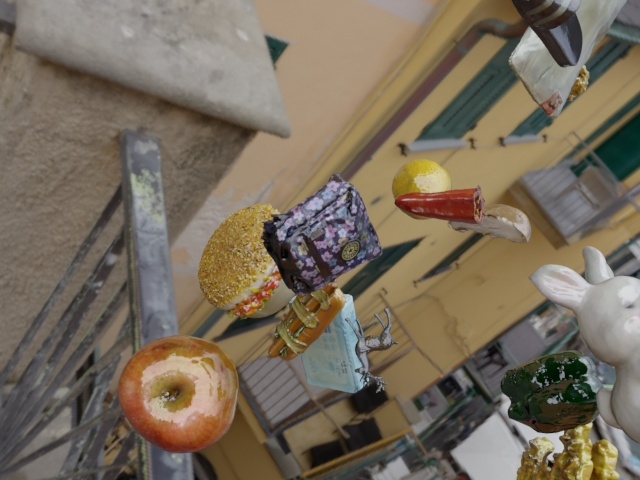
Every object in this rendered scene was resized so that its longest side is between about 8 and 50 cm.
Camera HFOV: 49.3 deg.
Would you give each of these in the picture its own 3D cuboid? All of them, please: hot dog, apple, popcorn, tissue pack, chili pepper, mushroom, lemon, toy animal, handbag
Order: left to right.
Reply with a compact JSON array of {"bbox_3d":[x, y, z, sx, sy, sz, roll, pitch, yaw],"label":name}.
[{"bbox_3d":[-0.286,0.309,1.423,0.242,0.241,0.242,1,79,-5],"label":"apple"},{"bbox_3d":[-0.037,0.187,1.636,0.072,0.269,0.109,17,28,-46],"label":"hot dog"},{"bbox_3d":[0.000,0.000,1.321,0.127,0.207,0.229,43,-16,40],"label":"handbag"},{"bbox_3d":[0.024,0.272,1.889,0.089,0.177,0.263,-35,118,-47],"label":"tissue pack"},{"bbox_3d":[0.319,-0.161,2.200,0.188,0.188,0.257,30,19,-19],"label":"lemon"},{"bbox_3d":[0.222,-0.069,1.334,0.088,0.168,0.065,58,42,-53],"label":"chili pepper"},{"bbox_3d":[0.413,-0.048,1.670,0.094,0.072,0.209,-27,30,-38],"label":"mushroom"},{"bbox_3d":[0.376,-0.257,1.082,0.082,0.057,0.083,45,8,-50],"label":"popcorn"},{"bbox_3d":[0.517,0.312,1.458,0.261,0.174,0.165,-6,57,-15],"label":"chili pepper"},{"bbox_3d":[0.552,0.183,1.276,0.196,0.241,0.368,-16,74,-33],"label":"toy animal"}]

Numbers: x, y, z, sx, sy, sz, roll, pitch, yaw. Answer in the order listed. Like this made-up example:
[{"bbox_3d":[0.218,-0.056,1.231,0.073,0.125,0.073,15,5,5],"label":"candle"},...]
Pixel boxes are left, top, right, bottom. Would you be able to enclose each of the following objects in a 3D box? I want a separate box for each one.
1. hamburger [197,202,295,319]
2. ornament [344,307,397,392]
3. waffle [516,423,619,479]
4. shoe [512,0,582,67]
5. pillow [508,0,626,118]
[{"bbox_3d":[-0.169,0.047,1.665,0.179,0.276,0.294,36,0,-42],"label":"hamburger"},{"bbox_3d":[0.083,0.170,1.067,0.028,0.073,0.125,71,7,-62],"label":"ornament"},{"bbox_3d":[0.601,0.604,1.735,0.151,0.324,0.261,23,61,2],"label":"waffle"},{"bbox_3d":[0.251,-0.246,0.724,0.179,0.049,0.071,33,70,-44],"label":"shoe"},{"bbox_3d":[0.339,-0.289,0.942,0.128,0.229,0.051,36,-7,-35],"label":"pillow"}]
